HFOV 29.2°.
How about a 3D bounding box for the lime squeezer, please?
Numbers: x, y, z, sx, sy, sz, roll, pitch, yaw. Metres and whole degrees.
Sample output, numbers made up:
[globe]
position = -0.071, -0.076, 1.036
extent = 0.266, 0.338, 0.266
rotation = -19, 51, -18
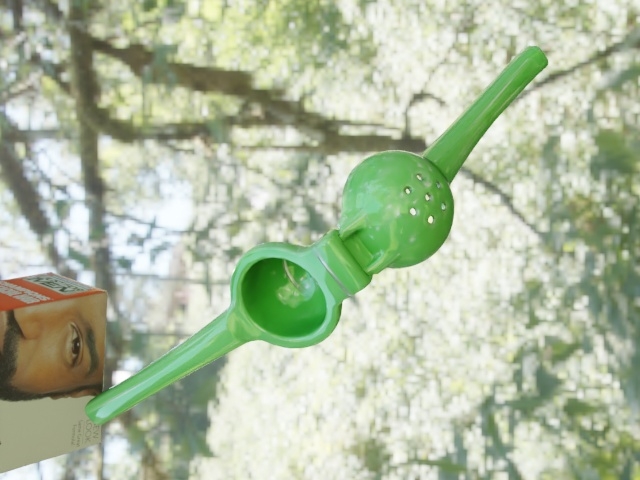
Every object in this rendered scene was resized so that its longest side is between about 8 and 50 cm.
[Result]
[lime squeezer]
position = 0.000, 0.000, 0.609
extent = 0.059, 0.310, 0.110
rotation = 50, 180, -27

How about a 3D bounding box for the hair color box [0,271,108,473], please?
[hair color box]
position = -0.191, 0.076, 0.634
extent = 0.167, 0.053, 0.093
rotation = -12, -70, -50
